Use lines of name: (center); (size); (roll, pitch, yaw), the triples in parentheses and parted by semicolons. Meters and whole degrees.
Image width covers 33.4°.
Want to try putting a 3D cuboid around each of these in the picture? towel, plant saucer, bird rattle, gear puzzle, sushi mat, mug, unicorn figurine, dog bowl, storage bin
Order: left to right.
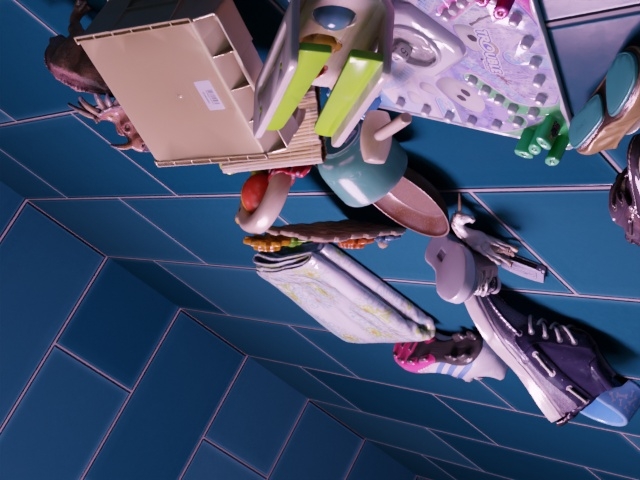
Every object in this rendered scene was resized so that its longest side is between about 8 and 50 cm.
storage bin: (-0.187, -0.252, 1.599); (0.260, 0.123, 0.262); (-2, 134, 32)
sushi mat: (-0.089, -0.194, 1.768); (0.019, 0.152, 0.316); (-10, -174, -34)
bird rattle: (-0.080, -0.107, 1.892); (0.143, 0.207, 0.253); (19, 178, -30)
gear puzzle: (0.000, 0.000, 1.986); (0.175, 0.044, 0.338); (10, -169, 43)
towel: (0.046, 0.132, 2.508); (0.374, 0.090, 0.320); (36, 161, -22)
mug: (0.049, -0.129, 1.709); (0.157, 0.130, 0.097); (-20, 130, 31)
plant saucer: (0.146, -0.081, 1.840); (0.198, 0.036, 0.199); (32, 162, 11)
unicorn figurine: (0.280, -0.001, 1.839); (0.111, 0.060, 0.162); (32, 171, 25)
dog bowl: (0.543, 0.295, 2.237); (0.297, 0.074, 0.166); (35, 161, -16)

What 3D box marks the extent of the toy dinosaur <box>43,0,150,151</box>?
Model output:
toy dinosaur: (-0.392, -0.288, 1.829); (0.295, 0.200, 0.127); (24, 162, 19)

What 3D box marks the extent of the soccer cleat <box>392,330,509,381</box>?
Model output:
soccer cleat: (0.300, 0.280, 2.487); (0.143, 0.116, 0.331); (37, 160, -24)

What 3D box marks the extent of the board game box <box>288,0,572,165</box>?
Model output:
board game box: (0.121, -0.255, 1.412); (0.389, 0.050, 0.390); (17, 159, 31)

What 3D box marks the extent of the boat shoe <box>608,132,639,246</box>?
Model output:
boat shoe: (0.430, -0.054, 1.422); (0.092, 0.103, 0.285); (12, 162, 29)

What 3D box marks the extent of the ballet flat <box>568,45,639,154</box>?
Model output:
ballet flat: (0.367, -0.169, 1.280); (0.073, 0.080, 0.232); (1, 165, -6)

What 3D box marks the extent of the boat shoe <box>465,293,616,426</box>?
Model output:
boat shoe: (0.433, 0.188, 2.082); (0.158, 0.127, 0.341); (-36, 98, 24)

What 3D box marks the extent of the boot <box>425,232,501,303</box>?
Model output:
boot: (0.269, 0.058, 1.877); (0.123, 0.095, 0.258); (25, -163, -12)

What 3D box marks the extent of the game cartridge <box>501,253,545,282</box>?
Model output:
game cartridge: (0.367, 0.049, 1.927); (0.083, 0.017, 0.056); (22, 157, 19)

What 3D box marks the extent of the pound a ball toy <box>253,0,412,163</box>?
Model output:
pound a ball toy: (0.031, -0.218, 1.406); (0.208, 0.136, 0.319); (5, 165, -11)
